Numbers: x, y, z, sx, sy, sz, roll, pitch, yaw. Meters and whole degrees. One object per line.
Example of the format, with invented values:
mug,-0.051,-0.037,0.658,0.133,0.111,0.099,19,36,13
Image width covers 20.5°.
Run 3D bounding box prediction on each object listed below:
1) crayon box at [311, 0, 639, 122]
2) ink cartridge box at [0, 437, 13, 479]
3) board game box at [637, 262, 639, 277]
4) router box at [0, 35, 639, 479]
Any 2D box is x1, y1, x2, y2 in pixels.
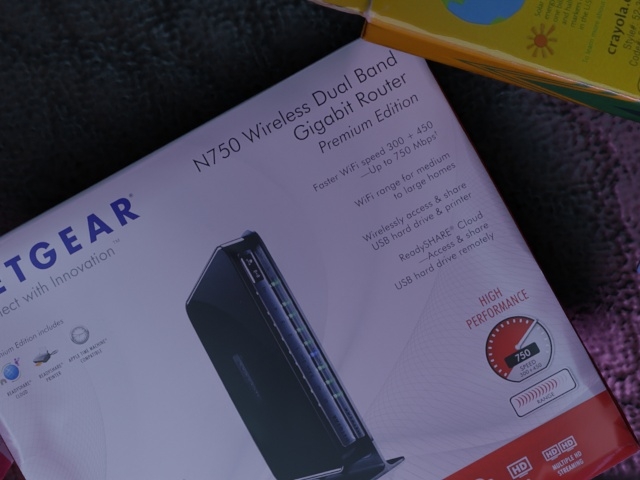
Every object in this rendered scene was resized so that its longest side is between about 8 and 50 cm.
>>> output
crayon box,0.154,-0.184,1.009,0.318,0.081,0.202,17,88,0
ink cartridge box,-0.295,0.065,1.157,0.100,0.172,0.237,-20,107,14
board game box,0.285,-0.002,1.129,0.133,0.033,0.169,19,113,0
router box,-0.026,0.076,1.089,0.335,0.082,0.301,-30,91,0
